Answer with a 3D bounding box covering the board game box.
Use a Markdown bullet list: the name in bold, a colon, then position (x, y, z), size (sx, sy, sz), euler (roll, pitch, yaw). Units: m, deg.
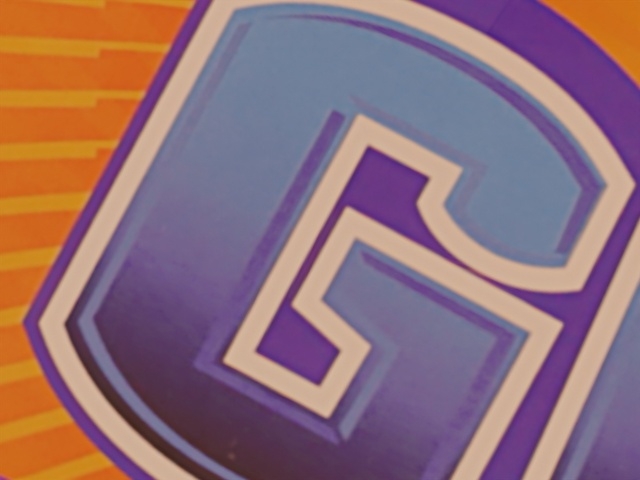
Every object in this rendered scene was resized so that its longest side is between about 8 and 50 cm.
- **board game box**: position (0.136, -0.005, 0.496), size (0.356, 0.356, 0.356), euler (25, 88, 8)
